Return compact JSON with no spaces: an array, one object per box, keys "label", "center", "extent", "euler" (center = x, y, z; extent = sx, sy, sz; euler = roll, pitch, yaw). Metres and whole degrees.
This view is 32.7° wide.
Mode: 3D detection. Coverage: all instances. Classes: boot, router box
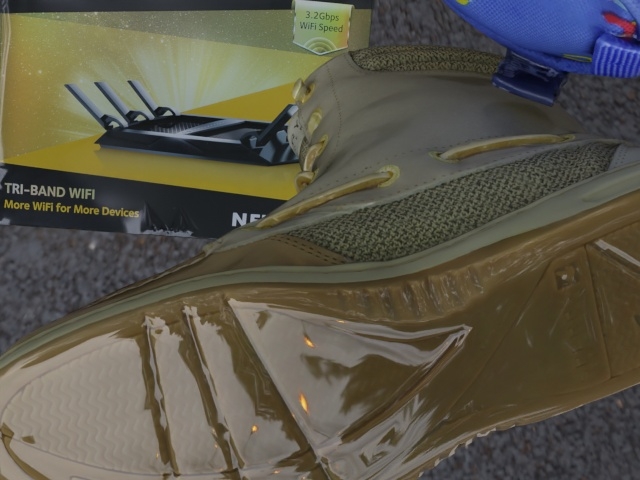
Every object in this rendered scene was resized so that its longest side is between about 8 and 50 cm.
[{"label":"boot","center":[0.000,0.000,0.425],"extent":[0.262,0.203,0.095],"euler":[-19,118,-5]},{"label":"router box","center":[-0.116,-0.127,0.942],"extent":[0.309,0.081,0.243],"euler":[3,100,-5]}]

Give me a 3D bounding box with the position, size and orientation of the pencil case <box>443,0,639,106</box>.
[{"label":"pencil case","center":[0.143,-0.192,0.363],"extent":[0.133,0.119,0.306],"euler":[35,89,2]}]
